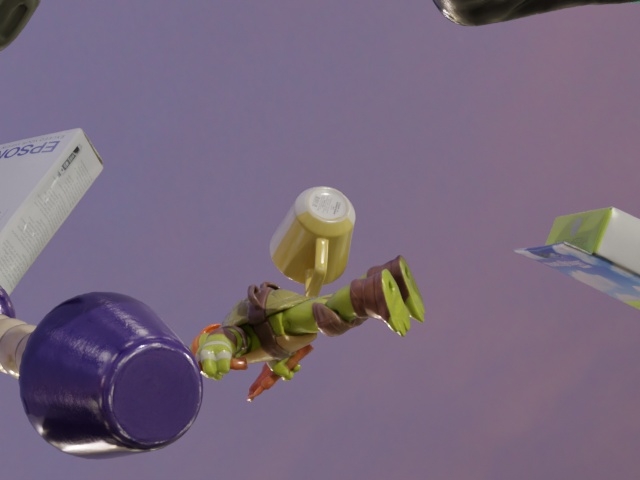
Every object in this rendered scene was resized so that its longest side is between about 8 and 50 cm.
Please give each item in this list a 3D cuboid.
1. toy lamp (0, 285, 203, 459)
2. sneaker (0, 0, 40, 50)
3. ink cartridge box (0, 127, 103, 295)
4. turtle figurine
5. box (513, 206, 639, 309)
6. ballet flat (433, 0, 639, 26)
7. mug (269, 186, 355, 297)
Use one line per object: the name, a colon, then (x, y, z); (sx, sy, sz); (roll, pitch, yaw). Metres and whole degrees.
toy lamp: (-0.140, 0.056, 0.745); (0.080, 0.080, 0.274); (2, 2, -33)
sneaker: (-0.090, -0.166, 0.578); (0.297, 0.129, 0.111); (-17, -29, 6)
ink cartridge box: (-0.303, 0.010, 1.133); (0.223, 0.224, 0.045); (-9, -54, 30)
turtle figurine: (-0.025, 0.074, 1.278); (0.217, 0.087, 0.269); (-19, -12, 16)
box: (0.239, 0.024, 1.071); (0.178, 0.042, 0.109); (24, -8, -10)
ballet flat: (0.203, -0.226, 1.151); (0.280, 0.095, 0.096); (-12, -30, 28)
mug: (0.002, -0.003, 1.145); (0.062, 0.078, 0.064); (-18, -29, -28)
